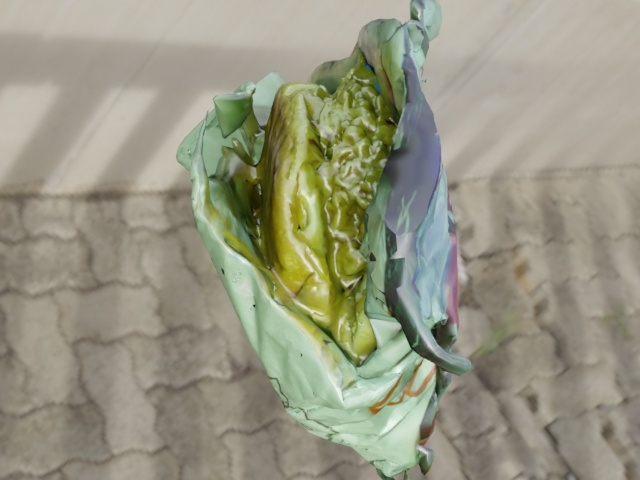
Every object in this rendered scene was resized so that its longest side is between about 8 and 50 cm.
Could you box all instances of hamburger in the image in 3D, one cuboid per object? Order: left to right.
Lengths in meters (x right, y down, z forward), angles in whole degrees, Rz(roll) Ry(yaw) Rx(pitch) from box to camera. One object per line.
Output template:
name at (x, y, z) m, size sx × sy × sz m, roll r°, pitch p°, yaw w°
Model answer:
hamburger at (-0.005, -0.006, 0.751) m, size 0.150 × 0.276 × 0.260 m, roll -3°, pitch 59°, yaw -5°
